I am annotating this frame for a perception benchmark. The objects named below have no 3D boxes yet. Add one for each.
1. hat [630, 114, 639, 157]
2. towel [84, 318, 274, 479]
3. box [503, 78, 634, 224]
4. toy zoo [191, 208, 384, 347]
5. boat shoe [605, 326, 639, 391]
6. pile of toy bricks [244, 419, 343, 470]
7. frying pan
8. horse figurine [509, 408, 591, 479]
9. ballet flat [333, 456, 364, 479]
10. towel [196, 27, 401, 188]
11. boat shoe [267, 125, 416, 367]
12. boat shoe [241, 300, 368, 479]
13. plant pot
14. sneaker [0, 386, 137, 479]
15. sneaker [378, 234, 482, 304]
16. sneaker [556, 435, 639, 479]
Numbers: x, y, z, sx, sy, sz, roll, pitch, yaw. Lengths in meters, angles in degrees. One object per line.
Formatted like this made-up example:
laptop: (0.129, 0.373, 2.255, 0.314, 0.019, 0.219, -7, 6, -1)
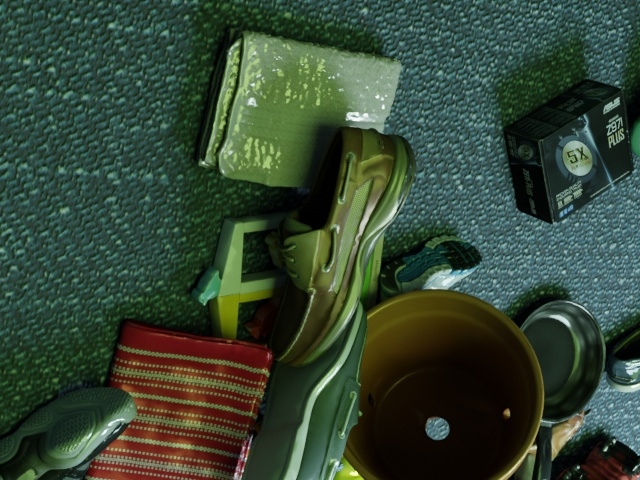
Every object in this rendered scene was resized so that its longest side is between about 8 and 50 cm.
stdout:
hat: (0.573, -0.254, 2.099, 0.173, 0.184, 0.208, 22, 136, -35)
towel: (-0.183, 0.243, 1.660, 0.198, 0.031, 0.275, 13, 101, -12)
box: (0.374, -0.134, 1.957, 0.180, 0.077, 0.147, -30, 124, -24)
toy zoo: (-0.043, 0.053, 1.742, 0.293, 0.030, 0.192, -9, 113, -35)
boat shoe: (0.590, 0.165, 2.242, 0.254, 0.095, 0.079, -25, 134, -17)
pile of toy bricks: (-0.042, 0.272, 1.763, 0.212, 0.118, 0.105, -10, 137, -36)
frying pan: (0.382, 0.253, 2.099, 0.197, 0.053, 0.326, -16, 103, -28)
horse figurine: (0.331, 0.381, 2.144, 0.174, 0.066, 0.263, 11, 96, -37)
ballet flat: (0.089, 0.368, 1.951, 0.231, 0.077, 0.077, 27, 74, -39)
towel: (-0.020, -0.161, 1.660, 0.282, 0.049, 0.187, 2, 107, -39)
boat shoe: (0.000, 0.000, 1.661, 0.119, 0.122, 0.324, 20, 100, -26)
boat shoe: (-0.003, 0.220, 1.695, 0.099, 0.116, 0.319, 44, 53, -31)
plant pot: (0.160, 0.236, 1.817, 0.291, 0.291, 0.203, -48, 160, -12)
sneaker: (-0.323, 0.296, 1.584, 0.268, 0.101, 0.153, -34, 127, -15)
sneaker: (0.151, 0.055, 1.881, 0.190, 0.071, 0.083, -20, 145, -34)
sneaker: (0.448, 0.431, 2.201, 0.276, 0.097, 0.135, -18, 140, -56)
